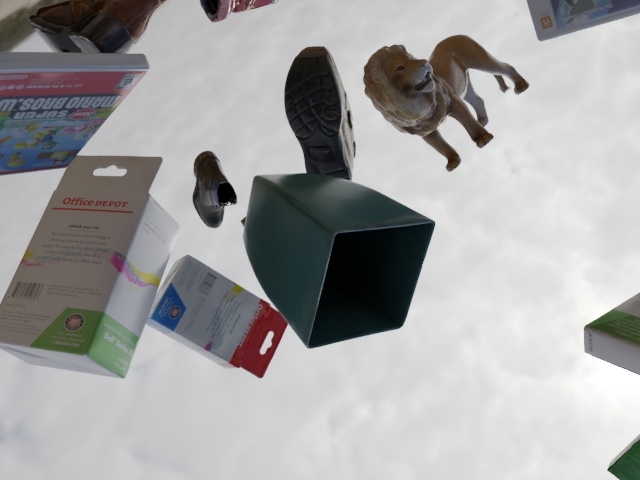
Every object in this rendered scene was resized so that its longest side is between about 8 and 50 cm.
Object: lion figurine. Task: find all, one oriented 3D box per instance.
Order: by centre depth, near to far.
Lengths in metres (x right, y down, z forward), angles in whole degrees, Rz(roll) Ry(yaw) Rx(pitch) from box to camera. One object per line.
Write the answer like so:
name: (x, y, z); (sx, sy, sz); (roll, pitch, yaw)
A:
lion figurine: (0.224, -0.284, 1.213); (0.142, 0.240, 0.392); (-38, -172, 39)

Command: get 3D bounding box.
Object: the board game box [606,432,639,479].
board game box: (0.541, 0.356, 0.912); (0.259, 0.136, 0.030); (38, -141, 18)

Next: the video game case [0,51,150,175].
video game case: (-0.373, -0.155, 0.876); (0.204, 0.025, 0.285); (-16, 170, -46)

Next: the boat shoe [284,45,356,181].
boat shoe: (0.008, -0.250, 1.387); (0.122, 0.324, 0.120); (7, -135, 17)

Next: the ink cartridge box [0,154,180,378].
ink cartridge box: (-0.372, 0.033, 1.122); (0.207, 0.119, 0.353); (4, -118, 22)

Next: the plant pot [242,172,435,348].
plant pot: (0.000, 0.000, 0.919); (0.165, 0.166, 0.234); (-7, -148, -36)

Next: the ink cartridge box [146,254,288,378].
ink cartridge box: (-0.186, 0.143, 1.226); (0.078, 0.231, 0.134); (-22, -142, 59)

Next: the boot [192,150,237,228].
boot: (-0.244, -0.090, 1.564); (0.082, 0.219, 0.106); (-21, -133, -20)

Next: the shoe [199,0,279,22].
shoe: (-0.067, -0.268, 0.577); (0.081, 0.178, 0.063); (-33, -112, -25)

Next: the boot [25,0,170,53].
boot: (-0.298, -0.389, 1.038); (0.264, 0.096, 0.280); (15, -120, 49)

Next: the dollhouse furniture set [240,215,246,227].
dollhouse furniture set: (-0.113, -0.021, 1.746); (0.151, 0.123, 0.144); (0, -145, 48)

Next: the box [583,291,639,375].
box: (0.598, 0.129, 1.030); (0.322, 0.058, 0.232); (-19, -156, -30)

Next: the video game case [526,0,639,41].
video game case: (0.256, -0.289, 0.597); (0.023, 0.183, 0.201); (-33, -162, -32)
